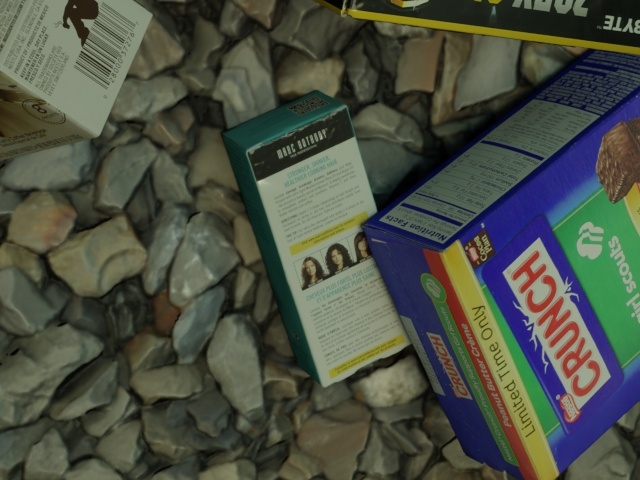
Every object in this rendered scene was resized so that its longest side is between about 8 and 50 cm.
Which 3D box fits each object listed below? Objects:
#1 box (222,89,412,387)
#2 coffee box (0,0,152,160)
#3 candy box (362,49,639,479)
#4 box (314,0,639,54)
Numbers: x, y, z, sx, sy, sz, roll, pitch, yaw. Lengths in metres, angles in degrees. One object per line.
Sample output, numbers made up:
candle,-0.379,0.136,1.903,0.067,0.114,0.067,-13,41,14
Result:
box,0.000,0.000,1.751,0.100,0.060,0.244,-25,117,-17
coffee box,-0.298,-0.187,1.462,0.297,0.168,0.119,34,65,-30
candy box,0.226,0.017,1.799,0.317,0.122,0.268,-38,120,-23
box,0.113,-0.226,1.612,0.322,0.257,0.079,4,106,-27
